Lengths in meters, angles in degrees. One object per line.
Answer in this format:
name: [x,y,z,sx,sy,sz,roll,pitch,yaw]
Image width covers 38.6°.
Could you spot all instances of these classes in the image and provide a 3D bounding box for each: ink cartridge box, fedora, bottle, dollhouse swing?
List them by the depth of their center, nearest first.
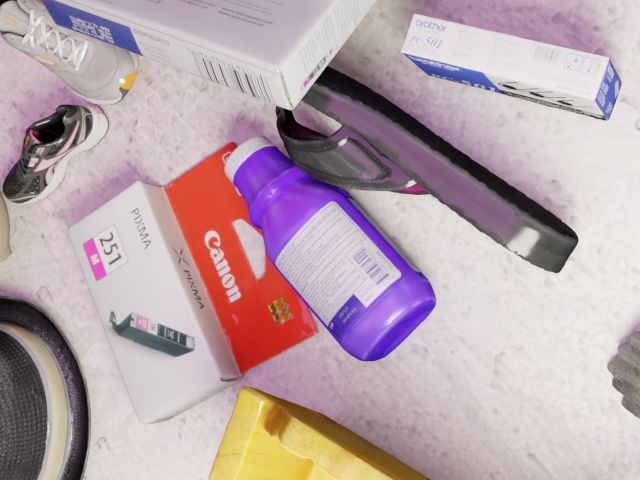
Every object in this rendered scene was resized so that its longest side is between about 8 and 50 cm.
dollhouse swing: [0.038,0.364,0.840,0.347,0.315,0.305,28,84,25]
ink cartridge box: [0.197,-0.179,0.941,0.207,0.097,0.046,20,93,25]
ink cartridge box: [-0.079,-0.315,0.982,0.324,0.071,0.330,24,63,26]
bottle: [0.000,0.000,1.016,0.118,0.092,0.283,-47,68,12]
ink cartridge box: [-0.162,0.048,1.106,0.239,0.060,0.275,-31,72,20]
fedora: [-0.452,0.236,1.163,0.334,0.152,0.333,-2,85,22]

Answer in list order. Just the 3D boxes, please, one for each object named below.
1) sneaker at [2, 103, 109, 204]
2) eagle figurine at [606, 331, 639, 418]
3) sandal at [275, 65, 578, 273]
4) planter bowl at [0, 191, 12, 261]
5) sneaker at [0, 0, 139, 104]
sneaker: [-0.370,-0.123,1.212,0.178,0.077,0.072,-45,67,15]
eagle figurine: [0.366,0.216,0.772,0.298,0.226,0.225,20,113,21]
sandal: [0.056,-0.086,0.961,0.446,0.168,0.107,38,107,23]
planter bowl: [-0.482,-0.003,1.220,0.162,0.162,0.109,-24,105,21]
sneaker: [-0.356,-0.262,1.197,0.262,0.121,0.099,32,99,25]
